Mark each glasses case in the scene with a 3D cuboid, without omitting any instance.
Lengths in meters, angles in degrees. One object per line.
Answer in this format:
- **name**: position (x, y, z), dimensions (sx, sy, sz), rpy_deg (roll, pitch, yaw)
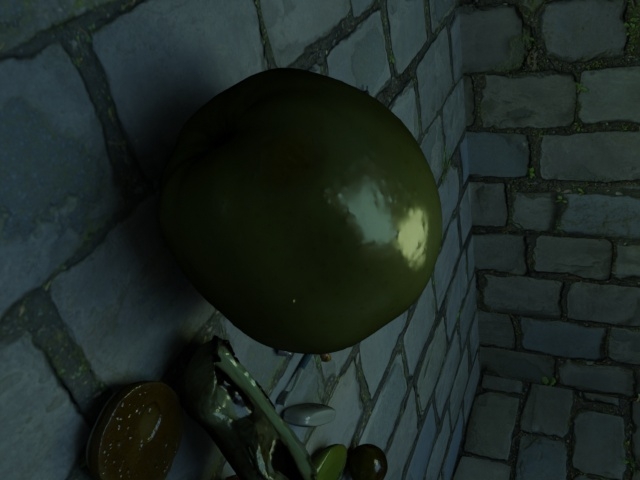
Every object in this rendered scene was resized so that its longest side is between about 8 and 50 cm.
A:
- **glasses case**: position (-0.025, 0.433, 1.467), dimensions (0.193, 0.074, 0.049), rpy_deg (24, 73, -62)

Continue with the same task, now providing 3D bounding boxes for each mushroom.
- **mushroom**: position (-0.139, 0.339, 1.050), dimensions (0.344, 0.130, 0.247), rpy_deg (56, 2, -18)

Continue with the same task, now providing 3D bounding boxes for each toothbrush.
- **toothbrush**: position (-0.042, 0.307, 1.475), dimensions (0.276, 0.025, 0.019), rpy_deg (-56, 148, -48)

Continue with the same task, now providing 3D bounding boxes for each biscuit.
- **biscuit**: position (-0.291, 0.310, 0.927), dimensions (0.208, 0.049, 0.181), rpy_deg (71, 34, -43)

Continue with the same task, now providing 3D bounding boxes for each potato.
- **potato**: position (0.004, 0.616, 1.589), dimensions (0.198, 0.054, 0.119), rpy_deg (-36, 127, -52)

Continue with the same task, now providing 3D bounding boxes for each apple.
- **apple**: position (-0.032, -0.053, 0.965), dimensions (0.473, 0.473, 0.474), rpy_deg (-20, 113, -62)

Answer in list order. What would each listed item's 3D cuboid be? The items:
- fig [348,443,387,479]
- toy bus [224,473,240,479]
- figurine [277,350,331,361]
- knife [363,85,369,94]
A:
- **fig**: position (0.124, 0.742, 1.809), dimensions (0.124, 0.124, 0.236), rpy_deg (26, 83, -62)
- **toy bus**: position (-0.170, 0.586, 1.096), dimensions (0.232, 0.194, 0.288), rpy_deg (26, 72, -49)
- **figurine**: position (-0.029, 0.181, 1.365), dimensions (0.175, 0.115, 0.240), rpy_deg (-59, 144, -41)
- **knife**: position (0.086, -0.384, 1.574), dimensions (0.278, 0.053, 0.123), rpy_deg (4, 85, -65)
